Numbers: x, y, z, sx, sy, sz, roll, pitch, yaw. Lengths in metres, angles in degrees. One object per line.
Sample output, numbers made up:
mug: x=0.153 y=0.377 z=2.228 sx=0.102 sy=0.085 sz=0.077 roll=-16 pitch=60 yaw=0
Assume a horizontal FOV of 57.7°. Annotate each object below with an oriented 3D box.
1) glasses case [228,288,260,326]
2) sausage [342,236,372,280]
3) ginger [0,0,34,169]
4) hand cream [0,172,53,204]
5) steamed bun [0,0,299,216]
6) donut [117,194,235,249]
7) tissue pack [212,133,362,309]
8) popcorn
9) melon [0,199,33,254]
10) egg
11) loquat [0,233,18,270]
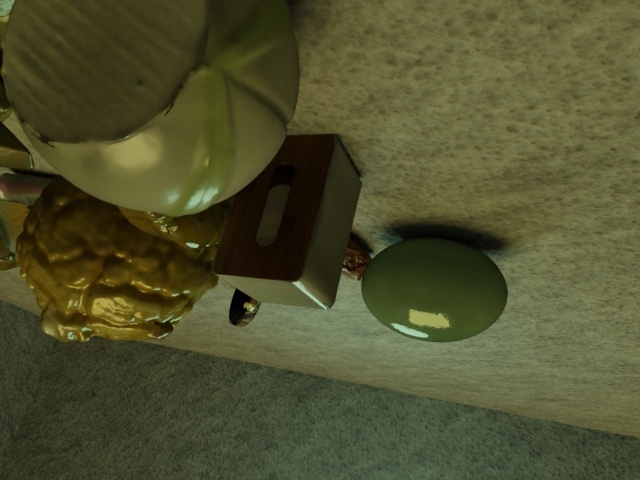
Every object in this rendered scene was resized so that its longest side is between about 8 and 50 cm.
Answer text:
glasses case: x=-0.220 y=0.177 z=1.723 sx=0.082 sy=0.122 sz=0.321 roll=19 pitch=158 yaw=-8
sausage: x=0.002 y=0.000 z=1.205 sx=0.087 sy=0.079 sz=0.326 roll=-24 pitch=140 yaw=35
ginger: x=-0.450 y=-0.265 z=0.677 sx=0.358 sy=0.211 sz=0.413 roll=5 pitch=156 yaw=18
hand cream: x=-0.589 y=-0.104 z=1.354 sx=0.312 sy=0.070 sz=0.111 roll=8 pitch=157 yaw=7
steamed bun: x=-0.157 y=-0.168 z=0.641 sx=0.309 sy=0.310 sz=0.309 roll=13 pitch=158 yaw=5
donut: x=-0.230 y=-0.100 z=0.938 sx=0.128 sy=0.209 sz=0.261 roll=3 pitch=151 yaw=29
tissue pack: x=-0.045 y=-0.030 z=0.937 sx=0.159 sy=0.246 sz=0.136 roll=3 pitch=157 yaw=26
popcorn: x=-0.406 y=0.020 z=1.161 sx=0.389 sy=0.344 sz=0.354 roll=-26 pitch=120 yaw=14
melon: x=-0.785 y=-0.050 z=1.568 sx=0.093 sy=0.203 sz=0.139 roll=-12 pitch=-174 yaw=15
egg: x=0.217 y=0.094 z=1.129 sx=0.282 sy=0.203 sz=0.203 roll=0 pitch=155 yaw=22
loquat: x=-0.937 y=-0.011 z=1.649 sx=0.227 sy=0.179 sz=0.179 roll=31 pitch=154 yaw=-24
